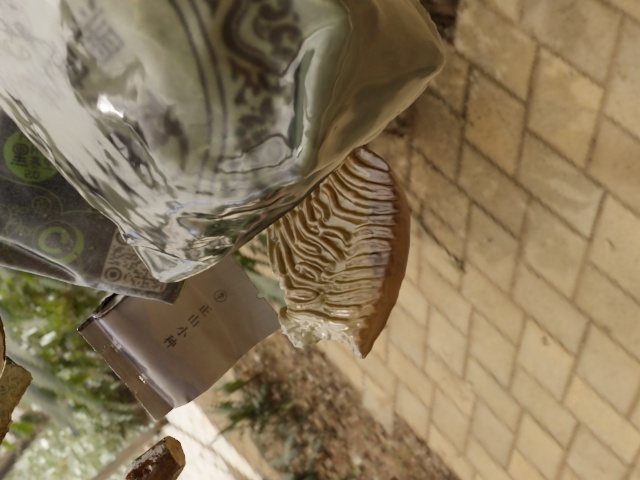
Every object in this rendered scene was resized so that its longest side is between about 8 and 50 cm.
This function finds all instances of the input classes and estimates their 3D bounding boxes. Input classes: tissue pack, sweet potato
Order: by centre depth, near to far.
[{"bbox_3d":[-0.189,0.261,1.070,0.049,0.117,0.049,42,175,5],"label":"sweet potato"},{"bbox_3d":[-0.253,-0.128,1.237,0.124,0.288,0.394,-102,30,-58],"label":"tissue pack"}]

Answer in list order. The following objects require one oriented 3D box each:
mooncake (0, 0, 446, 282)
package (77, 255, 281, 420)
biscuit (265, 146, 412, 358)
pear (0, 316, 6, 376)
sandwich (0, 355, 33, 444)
[{"bbox_3d":[-0.090,-0.112,0.487,0.250,0.136,0.254,52,146,-5],"label":"mooncake"},{"bbox_3d":[-0.211,0.126,1.529,0.204,0.251,0.062,53,179,-18],"label":"package"},{"bbox_3d":[-0.001,0.000,0.847,0.031,0.176,0.229,32,174,-36],"label":"biscuit"},{"bbox_3d":[-0.322,0.077,0.780,0.162,0.149,0.149,57,158,15],"label":"pear"},{"bbox_3d":[-0.442,0.108,1.013,0.262,0.131,0.325,42,159,-31],"label":"sandwich"}]
